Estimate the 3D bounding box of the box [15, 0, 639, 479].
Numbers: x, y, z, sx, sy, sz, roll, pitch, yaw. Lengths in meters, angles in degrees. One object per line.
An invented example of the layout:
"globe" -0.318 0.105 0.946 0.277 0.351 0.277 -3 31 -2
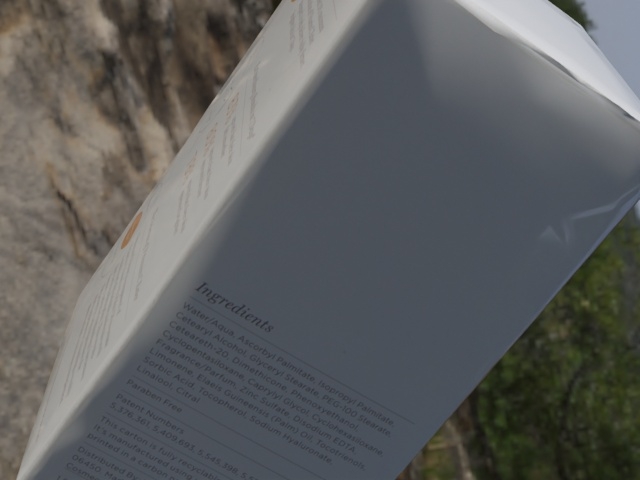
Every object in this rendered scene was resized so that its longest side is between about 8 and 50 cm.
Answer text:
"box" 0.000 0.000 0.665 0.168 0.345 0.215 31 22 -15
